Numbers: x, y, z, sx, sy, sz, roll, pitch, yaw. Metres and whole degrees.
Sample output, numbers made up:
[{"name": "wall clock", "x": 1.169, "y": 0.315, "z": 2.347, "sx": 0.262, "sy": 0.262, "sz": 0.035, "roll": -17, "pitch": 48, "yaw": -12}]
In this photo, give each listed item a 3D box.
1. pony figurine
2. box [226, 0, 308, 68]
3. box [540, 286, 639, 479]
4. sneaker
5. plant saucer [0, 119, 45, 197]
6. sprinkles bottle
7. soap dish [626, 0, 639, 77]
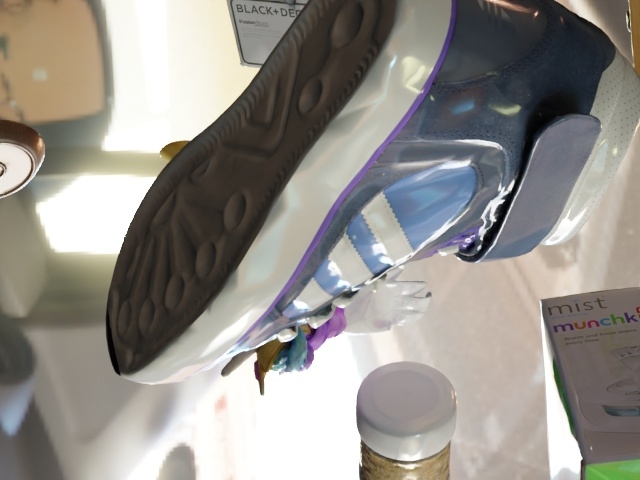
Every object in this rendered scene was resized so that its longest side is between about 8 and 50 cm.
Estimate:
[{"name": "pony figurine", "x": 0.000, "y": 0.000, "z": 1.586, "sx": 0.303, "sy": 0.351, "sz": 0.363, "roll": 118, "pitch": -44, "yaw": -58}, {"name": "box", "x": 0.049, "y": -0.277, "z": 1.357, "sx": 0.290, "sy": 0.169, "sz": 0.087, "roll": -46, "pitch": 136, "yaw": -44}, {"name": "box", "x": 0.269, "y": 0.207, "z": 1.072, "sx": 0.231, "sy": 0.127, "sz": 0.262, "roll": -92, "pitch": 174, "yaw": -59}, {"name": "sneaker", "x": 0.045, "y": -0.008, "z": 0.740, "sx": 0.323, "sy": 0.236, "sz": 0.130, "roll": -50, "pitch": -139, "yaw": 30}, {"name": "plant saucer", "x": -0.474, "y": -0.107, "z": 1.807, "sx": 0.168, "sy": 0.168, "sz": 0.029, "roll": 100, "pitch": -29, "yaw": -56}, {"name": "sprinkles bottle", "x": 0.105, "y": 0.314, "z": 1.606, "sx": 0.121, "sy": 0.121, "sz": 0.355, "roll": -103, "pitch": -172, "yaw": -48}, {"name": "soap dish", "x": 0.363, "y": -0.255, "z": 1.267, "sx": 0.291, "sy": 0.118, "sz": 0.229, "roll": -73, "pitch": 154, "yaw": -55}]
